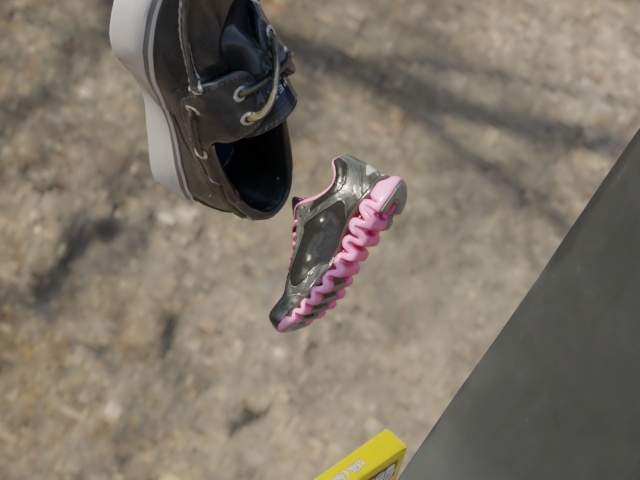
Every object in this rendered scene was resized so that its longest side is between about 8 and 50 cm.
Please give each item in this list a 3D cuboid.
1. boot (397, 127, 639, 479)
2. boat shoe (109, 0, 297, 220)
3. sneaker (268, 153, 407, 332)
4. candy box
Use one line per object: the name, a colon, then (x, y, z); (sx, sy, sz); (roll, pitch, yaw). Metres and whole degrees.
boot: (0.228, 0.013, 0.468); (0.146, 0.445, 0.367); (20, 21, -36)
boat shoe: (-0.045, -0.076, 0.933); (0.076, 0.228, 0.080); (27, 63, 14)
sneaker: (0.000, 0.000, 1.170); (0.057, 0.119, 0.047); (37, 7, 15)
candy box: (-0.021, 0.220, 1.387); (0.027, 0.105, 0.206); (39, 45, 23)
